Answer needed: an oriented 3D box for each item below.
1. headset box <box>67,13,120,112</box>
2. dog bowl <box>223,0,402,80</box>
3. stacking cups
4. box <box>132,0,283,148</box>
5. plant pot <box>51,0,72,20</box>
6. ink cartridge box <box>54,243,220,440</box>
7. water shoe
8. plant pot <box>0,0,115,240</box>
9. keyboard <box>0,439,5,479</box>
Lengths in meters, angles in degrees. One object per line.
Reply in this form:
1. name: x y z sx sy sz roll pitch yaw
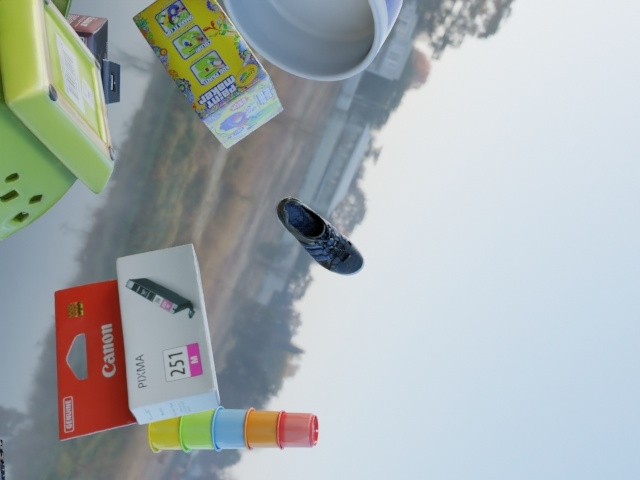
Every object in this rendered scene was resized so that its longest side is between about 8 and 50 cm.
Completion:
1. headset box: -0.512 -0.300 1.513 0.110 0.293 0.218 -88 -176 -61
2. dog bowl: -0.012 -0.376 1.263 0.104 0.265 0.265 -61 180 -32
3. stacking cups: -0.163 0.362 1.571 0.096 0.316 0.096 1 90 -77
4. box: -0.244 -0.395 1.895 0.177 0.279 0.290 -35 172 0
5. plant pot: -0.360 -0.306 1.060 0.083 0.079 0.083 -165 -90 -73
6. ink cartridge box: -0.292 0.148 1.275 0.060 0.239 0.275 87 -10 -54
7. water shoe: 0.000 0.000 1.522 0.073 0.203 0.080 -53 -168 -3
8. plant pot: -0.364 -0.152 0.923 0.227 0.207 0.228 62 11 -62
9. keyboard: -0.319 0.297 0.858 0.100 0.038 0.192 -116 -151 -56
